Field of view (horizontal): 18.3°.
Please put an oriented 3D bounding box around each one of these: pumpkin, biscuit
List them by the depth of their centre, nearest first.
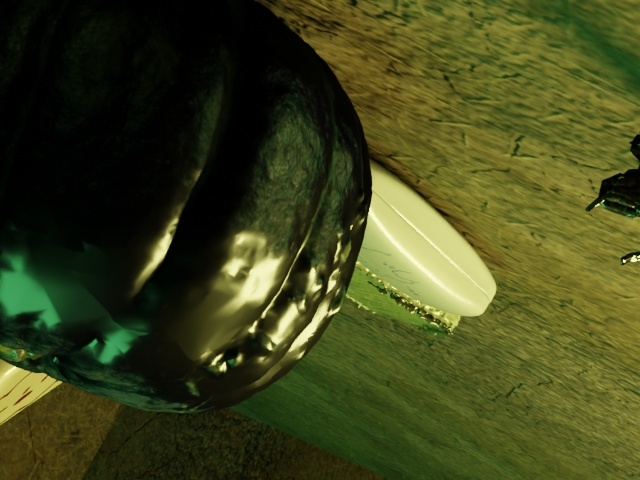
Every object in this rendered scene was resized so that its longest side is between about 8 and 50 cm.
[{"bbox_3d":[-0.143,-0.044,1.225,0.363,0.266,0.363,23,172,3],"label":"pumpkin"},{"bbox_3d":[0.000,0.000,1.694,0.250,0.046,0.147,33,170,-24],"label":"biscuit"}]

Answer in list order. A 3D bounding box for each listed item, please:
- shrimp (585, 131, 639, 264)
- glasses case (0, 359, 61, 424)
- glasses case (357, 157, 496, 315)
[{"bbox_3d":[0.211,-0.001,1.032,0.174,0.082,0.076,26,167,-20],"label":"shrimp"},{"bbox_3d":[-0.171,0.032,1.493,0.076,0.336,0.144,47,138,8],"label":"glasses case"},{"bbox_3d":[0.051,-0.008,1.477,0.092,0.059,0.233,22,167,41],"label":"glasses case"}]
